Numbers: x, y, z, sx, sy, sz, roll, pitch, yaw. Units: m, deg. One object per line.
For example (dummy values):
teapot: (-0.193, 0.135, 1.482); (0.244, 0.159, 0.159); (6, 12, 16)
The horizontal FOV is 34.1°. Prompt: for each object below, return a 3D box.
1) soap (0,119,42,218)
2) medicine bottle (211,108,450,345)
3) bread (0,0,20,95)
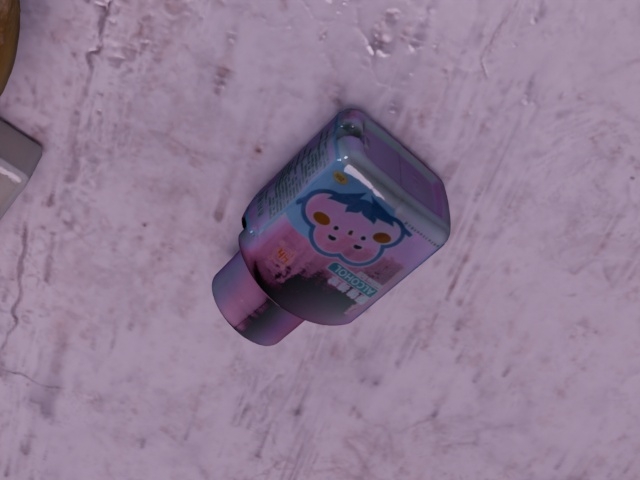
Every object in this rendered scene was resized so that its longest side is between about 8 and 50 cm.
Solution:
soap: (-0.326, -0.035, 0.852); (0.121, 0.064, 0.183); (35, 117, -17)
medicine bottle: (0.000, 0.000, 0.837); (0.119, 0.094, 0.188); (37, 117, -21)
bread: (-0.355, -0.165, 0.686); (0.305, 0.159, 0.306); (2, 108, 7)
